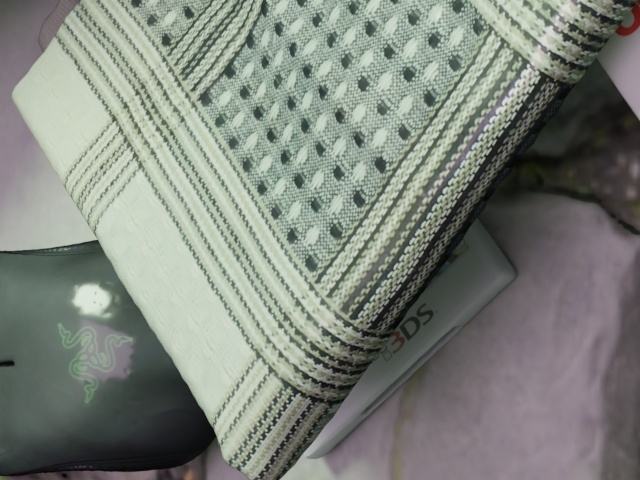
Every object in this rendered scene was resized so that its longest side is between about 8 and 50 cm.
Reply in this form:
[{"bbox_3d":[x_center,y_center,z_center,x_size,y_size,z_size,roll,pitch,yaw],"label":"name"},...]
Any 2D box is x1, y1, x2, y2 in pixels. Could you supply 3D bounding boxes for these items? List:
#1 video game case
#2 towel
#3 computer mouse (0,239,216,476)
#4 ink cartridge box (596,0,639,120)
[{"bbox_3d":[0.000,0.000,0.880,0.143,0.019,0.157,-46,66,28],"label":"video game case"},{"bbox_3d":[-0.015,-0.113,0.811,0.312,0.056,0.324,-55,44,24],"label":"towel"},{"bbox_3d":[-0.154,0.072,0.948,0.272,0.072,0.188,-14,82,41],"label":"computer mouse"},{"bbox_3d":[0.210,-0.052,0.683,0.148,0.086,0.203,-44,68,30],"label":"ink cartridge box"}]
